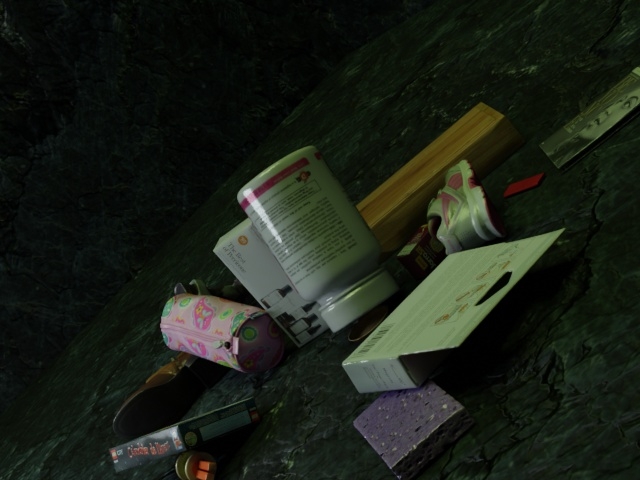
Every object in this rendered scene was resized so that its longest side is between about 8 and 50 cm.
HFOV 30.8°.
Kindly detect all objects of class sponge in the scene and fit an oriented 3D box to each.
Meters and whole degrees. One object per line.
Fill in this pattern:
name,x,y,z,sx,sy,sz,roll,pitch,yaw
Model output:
sponge,0.114,0.232,1.488,0.117,0.031,0.210,-41,13,-4

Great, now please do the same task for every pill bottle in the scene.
pill bottle,0.000,0.000,1.929,0.160,0.283,0.160,-33,-3,-2

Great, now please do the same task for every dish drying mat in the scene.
dish drying mat,0.339,-0.091,1.930,0.083,0.008,0.032,-21,25,53

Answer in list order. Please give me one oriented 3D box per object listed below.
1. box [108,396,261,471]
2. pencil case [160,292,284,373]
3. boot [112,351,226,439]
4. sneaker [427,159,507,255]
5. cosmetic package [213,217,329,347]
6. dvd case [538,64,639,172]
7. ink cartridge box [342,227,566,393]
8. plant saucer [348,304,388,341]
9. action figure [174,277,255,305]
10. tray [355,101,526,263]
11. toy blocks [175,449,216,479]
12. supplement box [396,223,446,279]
box,-0.231,0.328,1.957,0.159,0.044,0.233,-16,-7,-42
pencil case,-0.188,0.170,2.168,0.124,0.124,0.284,-47,31,-23
boot,-0.329,0.292,2.370,0.264,0.096,0.280,-45,13,-14
sneaker,0.222,-0.052,1.899,0.111,0.103,0.252,-29,15,9
cosmetic package,-0.073,0.070,2.058,0.099,0.239,0.060,-36,14,21
dvd case,0.465,-0.204,1.914,0.221,0.018,0.164,-38,14,11
ink cartridge box,0.192,0.096,1.578,0.275,0.060,0.239,-42,16,-35
plant saucer,0.082,0.139,1.896,0.083,0.015,0.083,-38,13,11
action figure,-0.192,0.124,2.434,0.285,0.099,0.185,-18,-30,-47
tray,0.188,-0.097,2.223,0.411,0.076,0.203,-41,13,5
toy blocks,-0.205,0.387,1.824,0.123,0.054,0.148,-46,15,-19
supplement box,0.175,0.017,1.939,0.083,0.055,0.043,-49,16,-28
